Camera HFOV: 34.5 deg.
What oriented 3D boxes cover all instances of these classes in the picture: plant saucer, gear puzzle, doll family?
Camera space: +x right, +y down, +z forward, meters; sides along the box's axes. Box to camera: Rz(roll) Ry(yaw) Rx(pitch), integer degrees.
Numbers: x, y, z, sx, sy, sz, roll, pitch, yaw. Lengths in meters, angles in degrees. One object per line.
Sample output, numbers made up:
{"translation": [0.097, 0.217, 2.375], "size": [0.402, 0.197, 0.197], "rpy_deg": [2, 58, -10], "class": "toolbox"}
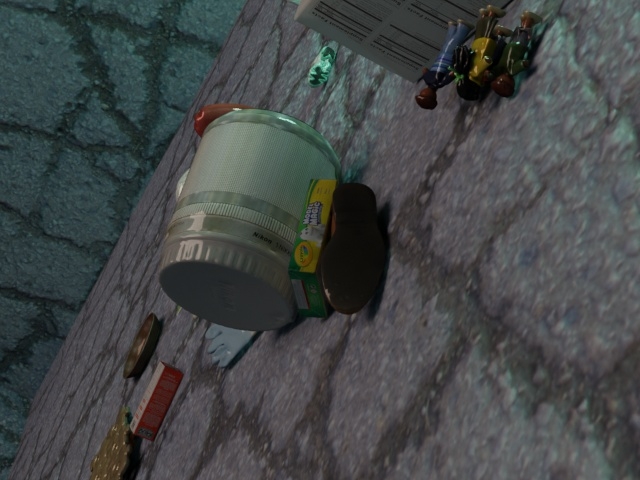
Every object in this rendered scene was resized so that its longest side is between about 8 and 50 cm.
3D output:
{"translation": [-0.418, 0.252, 2.430], "size": [0.168, 0.029, 0.168], "rpy_deg": [-55, 18, 28], "class": "plant saucer"}
{"translation": [-0.401, 0.468, 2.036], "size": [0.176, 0.044, 0.339], "rpy_deg": [-60, 19, 11], "class": "gear puzzle"}
{"translation": [0.171, -0.199, 1.167], "size": [0.193, 0.076, 0.111], "rpy_deg": [-176, 107, -78], "class": "doll family"}

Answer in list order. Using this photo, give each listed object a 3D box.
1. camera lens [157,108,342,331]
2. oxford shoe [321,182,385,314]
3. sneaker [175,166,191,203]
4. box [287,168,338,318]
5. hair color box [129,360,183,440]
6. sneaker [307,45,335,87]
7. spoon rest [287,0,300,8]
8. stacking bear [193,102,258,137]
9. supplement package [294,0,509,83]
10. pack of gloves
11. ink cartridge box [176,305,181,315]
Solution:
{"translation": [-0.099, -0.035, 1.495], "size": [0.219, 0.219, 0.274], "rpy_deg": [-40, 29, 56], "class": "camera lens"}
{"translation": [0.041, 0.023, 1.274], "size": [0.212, 0.076, 0.076], "rpy_deg": [-82, -4, -49], "class": "oxford shoe"}
{"translation": [-0.280, -0.162, 2.522], "size": [0.115, 0.090, 0.232], "rpy_deg": [-12, 55, 66], "class": "sneaker"}
{"translation": [0.000, 0.000, 1.364], "size": [0.105, 0.043, 0.179], "rpy_deg": [78, -158, -49], "class": "box"}
{"translation": [-0.318, 0.309, 1.994], "size": [0.141, 0.043, 0.072], "rpy_deg": [-65, 16, -5], "class": "hair color box"}
{"translation": [-0.007, -0.320, 1.983], "size": [0.098, 0.038, 0.069], "rpy_deg": [-62, 11, -29], "class": "sneaker"}
{"translation": [-0.013, -0.553, 2.315], "size": [0.137, 0.084, 0.276], "rpy_deg": [-57, 4, 19], "class": "spoon rest"}
{"translation": [-0.117, -0.097, 1.779], "size": [0.289, 0.164, 0.175], "rpy_deg": [-110, 15, -53], "class": "stacking bear"}
{"translation": [0.126, -0.378, 1.340], "size": [0.262, 0.198, 0.199], "rpy_deg": [-35, 34, 59], "class": "supplement package"}
{"translation": [-0.133, 0.084, 1.677], "size": [0.232, 0.046, 0.195], "rpy_deg": [-46, 52, 40], "class": "pack of gloves"}
{"translation": [-0.235, 0.042, 2.121], "size": [0.171, 0.056, 0.235], "rpy_deg": [-59, 20, 20], "class": "ink cartridge box"}
